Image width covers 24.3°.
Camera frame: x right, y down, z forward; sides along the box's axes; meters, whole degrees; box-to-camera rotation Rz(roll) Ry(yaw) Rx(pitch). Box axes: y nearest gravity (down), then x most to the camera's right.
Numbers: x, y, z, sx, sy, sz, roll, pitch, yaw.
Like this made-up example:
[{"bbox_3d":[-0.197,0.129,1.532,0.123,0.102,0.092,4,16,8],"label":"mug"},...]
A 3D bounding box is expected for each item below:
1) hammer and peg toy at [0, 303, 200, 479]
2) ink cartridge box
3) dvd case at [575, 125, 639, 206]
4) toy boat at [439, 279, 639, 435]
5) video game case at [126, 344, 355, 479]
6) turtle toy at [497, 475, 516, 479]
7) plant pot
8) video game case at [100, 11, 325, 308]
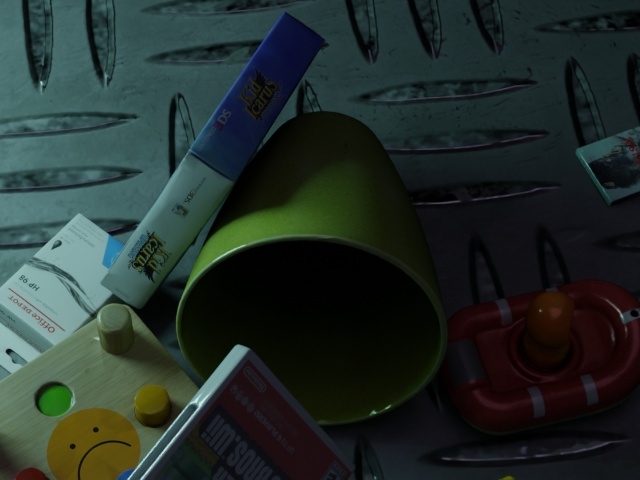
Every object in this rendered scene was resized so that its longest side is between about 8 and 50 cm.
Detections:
[{"bbox_3d":[-0.266,0.253,1.496,0.361,0.127,0.266,-35,67,-21],"label":"hammer and peg toy"},{"bbox_3d":[-0.288,0.069,1.648,0.104,0.060,0.180,34,62,17],"label":"ink cartridge box"},{"bbox_3d":[0.382,-0.096,1.807,0.119,0.013,0.087,-18,61,-14],"label":"dvd case"},{"bbox_3d":[0.245,0.107,1.593,0.231,0.151,0.151,-12,60,-10],"label":"toy boat"},{"bbox_3d":[-0.106,0.271,1.441,0.025,0.204,0.285,15,60,51],"label":"video game case"},{"bbox_3d":[0.179,0.309,1.514,0.095,0.066,0.130,-23,62,-16],"label":"turtle toy"},{"bbox_3d":[0.000,0.000,1.608,0.275,0.275,0.293,5,42,1],"label":"plant pot"},{"bbox_3d":[-0.115,-0.086,1.609,0.061,0.244,0.269,33,45,-5],"label":"video game case"}]
